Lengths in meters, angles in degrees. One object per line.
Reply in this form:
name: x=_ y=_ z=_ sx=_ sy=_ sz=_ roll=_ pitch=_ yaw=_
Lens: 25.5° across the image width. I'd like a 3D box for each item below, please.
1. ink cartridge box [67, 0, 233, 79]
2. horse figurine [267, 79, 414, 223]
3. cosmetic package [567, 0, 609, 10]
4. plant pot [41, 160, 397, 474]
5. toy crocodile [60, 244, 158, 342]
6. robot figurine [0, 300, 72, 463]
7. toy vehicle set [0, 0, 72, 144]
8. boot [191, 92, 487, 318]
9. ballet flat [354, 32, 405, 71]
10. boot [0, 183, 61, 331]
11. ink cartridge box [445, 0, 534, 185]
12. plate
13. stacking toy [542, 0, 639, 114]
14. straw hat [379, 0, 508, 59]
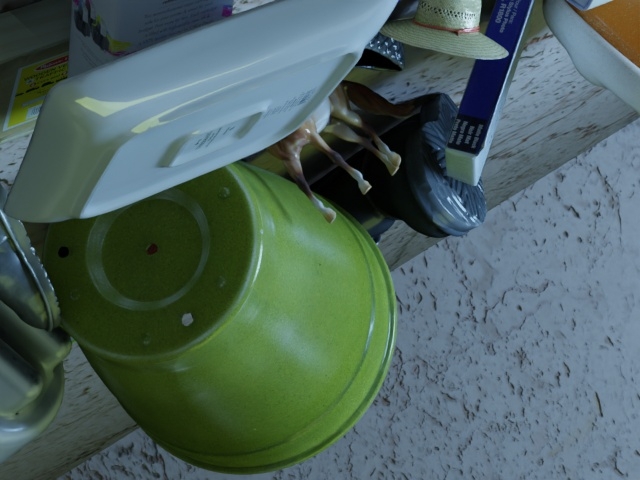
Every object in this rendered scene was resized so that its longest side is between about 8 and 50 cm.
ink cartridge box: x=-0.120 y=-0.179 z=1.018 sx=0.104 sy=0.061 sz=0.181 roll=-23 pitch=146 yaw=-32
horse figurine: x=0.004 y=-0.124 z=1.536 sx=0.066 sy=0.174 sz=0.263 roll=-47 pitch=175 yaw=35
cosmetic package: x=0.305 y=-0.322 z=1.250 sx=0.309 sy=0.113 sz=0.160 roll=-24 pitch=147 yaw=-45
plant pot: x=-0.131 y=0.056 z=1.566 sx=0.366 sy=0.366 sz=0.353 roll=-30 pitch=159 yaw=5
toy crocodile: x=-0.209 y=0.038 z=1.856 sx=0.341 sy=0.105 sz=0.115 roll=-27 pitch=-172 yaw=17
robot figurine: x=-0.437 y=0.185 z=1.649 sx=0.353 sy=0.200 sz=0.300 roll=-37 pitch=-169 yaw=37
toy vehicle set: x=-0.218 y=-0.137 z=1.122 sx=0.267 sy=0.035 sz=0.166 roll=-24 pitch=169 yaw=-27
boot: x=0.001 y=0.000 z=1.901 sx=0.445 sy=0.146 sz=0.367 roll=-30 pitch=-170 yaw=18
ballet flat: x=0.032 y=-0.194 z=1.493 sx=0.173 sy=0.049 sz=0.057 roll=-19 pitch=171 yaw=-44
boot: x=-0.370 y=0.053 z=1.341 sx=0.208 sy=0.189 sz=0.076 roll=-33 pitch=-150 yaw=-20
ink cartridge box: x=0.196 y=-0.189 z=1.620 sx=0.224 sy=0.045 sz=0.223 roll=68 pitch=41 yaw=-80
plate: x=-0.085 y=-0.093 z=1.041 sx=0.278 sy=0.045 sz=0.277 roll=-24 pitch=172 yaw=-24
stacking toy: x=0.525 y=-0.343 z=1.647 sx=0.480 sy=0.350 sz=0.351 roll=-53 pitch=162 yaw=19
straw hat: x=0.135 y=-0.240 z=1.491 sx=0.144 sy=0.144 sz=0.061 roll=-16 pitch=123 yaw=-52
